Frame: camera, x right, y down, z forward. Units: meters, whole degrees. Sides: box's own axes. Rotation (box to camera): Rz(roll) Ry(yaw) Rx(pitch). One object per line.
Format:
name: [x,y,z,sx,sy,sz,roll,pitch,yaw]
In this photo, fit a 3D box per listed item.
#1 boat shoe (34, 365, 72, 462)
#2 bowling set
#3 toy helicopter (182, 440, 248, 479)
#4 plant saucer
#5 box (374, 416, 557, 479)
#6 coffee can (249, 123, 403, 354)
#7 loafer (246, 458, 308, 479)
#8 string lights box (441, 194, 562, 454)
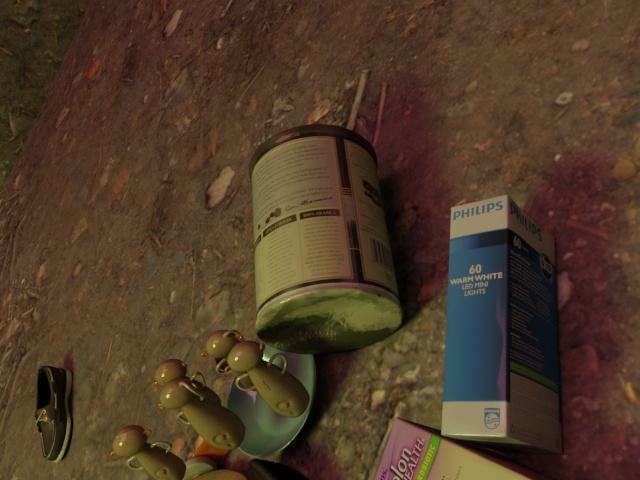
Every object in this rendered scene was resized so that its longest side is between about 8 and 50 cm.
boat shoe: [-0.613,0.389,1.385,0.081,0.069,0.227,-39,46,23]
bowling set: [-0.174,0.204,0.904,0.287,0.154,0.200,-33,34,7]
toy helicopter: [-0.246,0.426,0.945,0.355,0.140,0.235,-17,34,25]
plant saucer: [-0.068,0.239,0.949,0.195,0.037,0.194,-25,50,34]
box: [0.163,0.329,0.615,0.243,0.117,0.213,11,77,46]
coffee can: [0.000,0.000,0.892,0.202,0.202,0.275,-29,51,31]
loafer: [-0.037,0.371,0.817,0.220,0.080,0.078,25,87,48]
string lights box: [0.207,0.095,0.687,0.077,0.133,0.259,-14,59,40]
